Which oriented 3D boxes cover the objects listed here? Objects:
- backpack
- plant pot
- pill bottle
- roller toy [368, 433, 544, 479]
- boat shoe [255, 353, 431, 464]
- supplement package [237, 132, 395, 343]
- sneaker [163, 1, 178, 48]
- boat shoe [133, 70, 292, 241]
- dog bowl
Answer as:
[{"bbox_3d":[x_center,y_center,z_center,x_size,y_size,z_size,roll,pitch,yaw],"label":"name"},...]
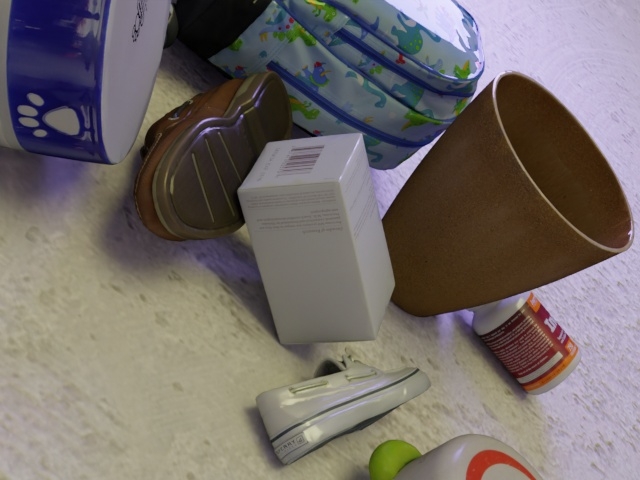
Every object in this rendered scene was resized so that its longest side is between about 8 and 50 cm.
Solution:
[{"bbox_3d":[0.022,-0.241,1.418,0.355,0.273,0.290,49,23,-29],"label":"backpack"},{"bbox_3d":[0.184,-0.022,1.365,0.237,0.254,0.237,33,36,-28],"label":"plant pot"},{"bbox_3d":[0.243,0.109,1.472,0.152,0.086,0.086,49,32,-6],"label":"pill bottle"},{"bbox_3d":[0.141,0.285,1.106,0.209,0.146,0.191,37,35,-25],"label":"roller toy"},{"bbox_3d":[0.027,0.145,1.159,0.226,0.083,0.076,-13,70,-55],"label":"boat shoe"},{"bbox_3d":[0.000,0.000,1.175,0.105,0.105,0.179,-65,146,-56],"label":"supplement package"},{"bbox_3d":[-0.248,-0.277,1.253,0.224,0.083,0.098,50,51,6],"label":"sneaker"},{"bbox_3d":[-0.120,-0.075,1.175,0.307,0.104,0.111,-52,130,-62],"label":"boat shoe"},{"bbox_3d":[-0.203,-0.201,1.025,0.104,0.265,0.265,11,38,1],"label":"dog bowl"}]
